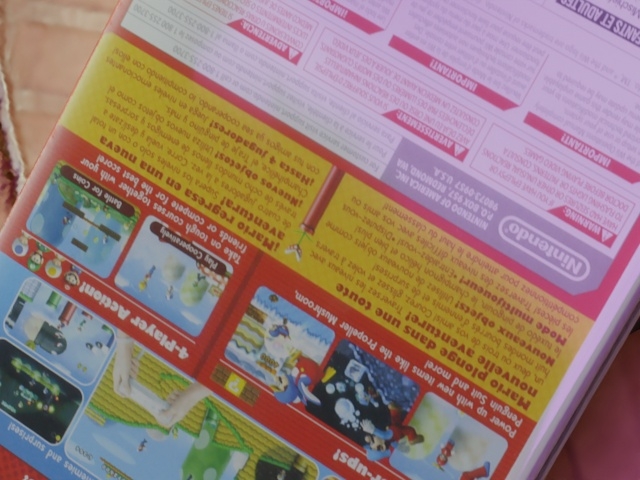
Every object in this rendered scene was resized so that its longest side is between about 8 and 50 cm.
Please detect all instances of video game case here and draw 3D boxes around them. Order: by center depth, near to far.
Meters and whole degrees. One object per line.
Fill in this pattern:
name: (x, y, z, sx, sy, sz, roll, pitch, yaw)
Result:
video game case: (0.000, 0.000, 0.641, 0.204, 0.025, 0.285, 32, 100, 19)

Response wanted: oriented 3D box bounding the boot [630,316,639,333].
boot: (0.006, -0.079, 0.703, 0.223, 0.118, 0.338, -40, 65, 15)
